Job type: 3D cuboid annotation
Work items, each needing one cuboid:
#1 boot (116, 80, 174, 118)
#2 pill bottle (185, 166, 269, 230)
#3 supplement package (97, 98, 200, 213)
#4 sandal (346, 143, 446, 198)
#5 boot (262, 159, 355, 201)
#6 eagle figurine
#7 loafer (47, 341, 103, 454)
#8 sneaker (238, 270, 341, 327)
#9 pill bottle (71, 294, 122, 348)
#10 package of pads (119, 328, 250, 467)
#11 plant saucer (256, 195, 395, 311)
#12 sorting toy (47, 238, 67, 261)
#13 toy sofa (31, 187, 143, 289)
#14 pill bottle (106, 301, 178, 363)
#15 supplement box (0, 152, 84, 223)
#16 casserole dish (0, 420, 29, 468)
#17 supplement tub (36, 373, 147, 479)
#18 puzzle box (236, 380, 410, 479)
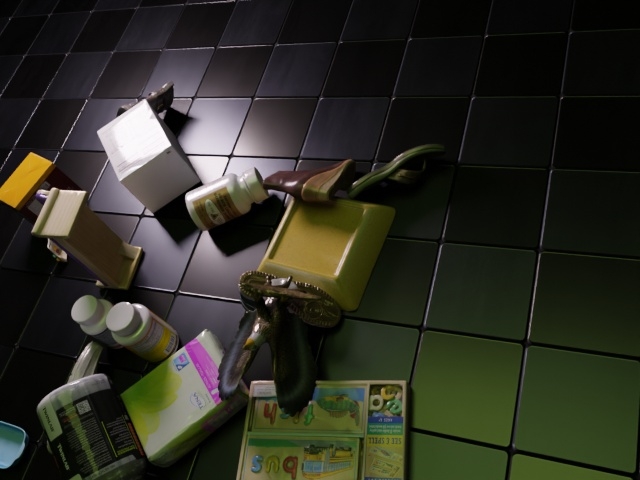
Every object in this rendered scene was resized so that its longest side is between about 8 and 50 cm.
[{"bbox_3d":[-0.619,-0.435,2.260,0.091,0.263,0.229,47,51,-1],"label":"boot"},{"bbox_3d":[-0.280,-0.129,1.937,0.229,0.131,0.131,-24,55,6],"label":"pill bottle"},{"bbox_3d":[-0.561,-0.275,2.090,0.198,0.199,0.263,-34,55,-1],"label":"supplement package"},{"bbox_3d":[0.219,-0.181,1.805,0.302,0.120,0.086,-28,82,5],"label":"sandal"},{"bbox_3d":[-0.026,-0.187,1.839,0.206,0.090,0.248,13,30,22],"label":"boot"},{"bbox_3d":[-0.129,0.243,1.539,0.225,0.299,0.226,-8,22,-32],"label":"eagle figurine"},{"bbox_3d":[-0.652,0.438,1.769,0.111,0.112,0.320,16,61,-11],"label":"loafer"},{"bbox_3d":[-0.088,0.172,1.716,0.282,0.153,0.099,21,64,-3],"label":"sneaker"},{"bbox_3d":[-0.618,0.229,1.823,0.107,0.180,0.108,-9,58,15],"label":"pill bottle"},{"bbox_3d":[-0.346,0.411,1.659,0.296,0.101,0.229,-38,53,-3],"label":"package of pads"},{"bbox_3d":[0.000,0.000,1.784,0.332,0.081,0.333,13,65,27],"label":"plant saucer"},{"bbox_3d":[-0.870,0.023,2.108,0.044,0.075,0.083,-16,56,12],"label":"sorting toy"},{"bbox_3d":[-0.694,0.004,1.878,0.177,0.363,0.150,4,63,16],"label":"toy sofa"},{"bbox_3d":[-0.485,0.248,1.738,0.117,0.215,0.117,-10,57,16],"label":"pill bottle"},{"bbox_3d":[-0.940,-0.154,2.168,0.129,0.194,0.191,23,71,31],"label":"supplement box"},{"bbox_3d":[-0.900,0.578,1.811,0.188,0.037,0.114,7,64,25],"label":"casserole dish"},{"bbox_3d":[-0.557,0.511,1.587,0.193,0.193,0.316,-30,74,2],"label":"supplement tub"},{"bbox_3d":[0.007,0.470,1.516,0.408,0.052,0.272,-5,60,18],"label":"puzzle box"}]
